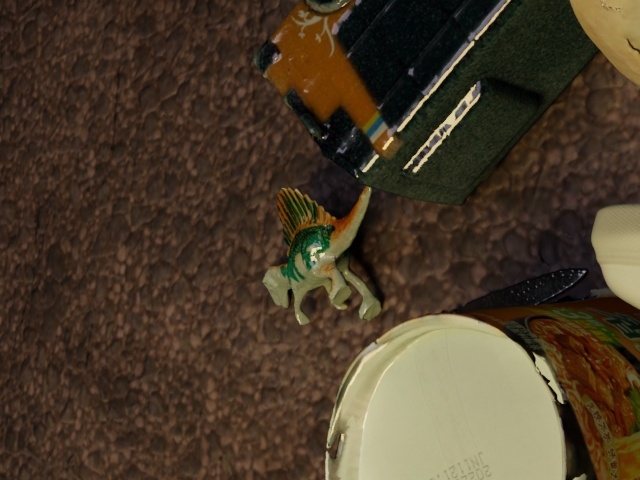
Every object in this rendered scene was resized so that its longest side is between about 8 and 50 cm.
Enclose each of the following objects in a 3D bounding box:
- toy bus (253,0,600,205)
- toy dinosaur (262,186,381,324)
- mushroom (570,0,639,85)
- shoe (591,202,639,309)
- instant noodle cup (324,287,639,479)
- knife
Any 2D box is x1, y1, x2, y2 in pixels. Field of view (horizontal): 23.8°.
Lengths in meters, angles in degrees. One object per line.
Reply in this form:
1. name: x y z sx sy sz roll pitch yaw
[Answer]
1. toy bus: 0.099 -0.163 0.999 0.275 0.138 0.167 -49 56 24
2. toy dinosaur: -0.003 0.001 1.096 0.106 0.044 0.187 47 153 34
3. mushroom: 0.236 -0.149 0.786 0.246 0.246 0.202 -6 48 43
4. shoe: 0.291 0.090 0.782 0.363 0.131 0.160 19 94 36
5. instant noodle cup: 0.123 0.135 0.897 0.230 0.182 0.230 -8 79 43
6. knife: 0.112 0.050 1.039 0.170 0.010 0.023 -26 72 36
